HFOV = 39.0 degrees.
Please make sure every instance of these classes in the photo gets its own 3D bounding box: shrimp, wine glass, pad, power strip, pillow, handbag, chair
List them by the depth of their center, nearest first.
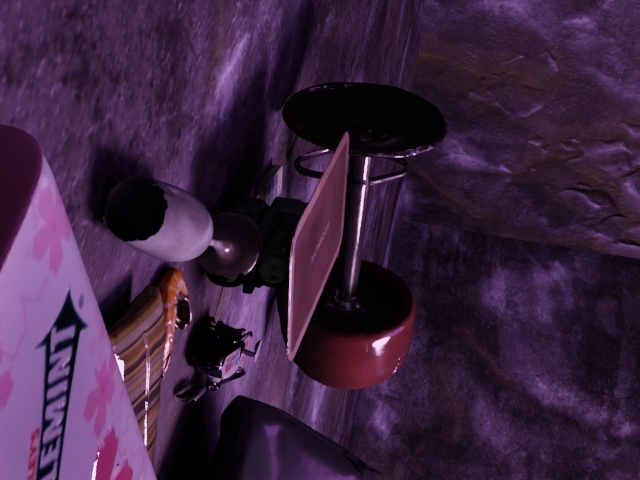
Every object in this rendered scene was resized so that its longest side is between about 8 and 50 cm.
[{"bbox_3d":[-0.161,0.150,0.756,0.113,0.038,0.203,-60,158,-66],"label":"pillow"},{"bbox_3d":[-0.116,-0.010,0.785,0.262,0.074,0.074,33,67,-78],"label":"wine glass"},{"bbox_3d":[-0.143,0.090,0.849,0.091,0.025,0.127,75,23,-72],"label":"shrimp"},{"bbox_3d":[0.000,0.000,1.029,0.266,0.002,0.176,-65,162,-55],"label":"pad"},{"bbox_3d":[-0.078,0.360,1.029,0.178,0.275,0.302,-31,-147,41],"label":"handbag"},{"bbox_3d":[-0.067,-0.068,1.181,0.090,0.016,0.040,-61,158,-63],"label":"power strip"},{"bbox_3d":[0.045,-0.002,1.311,0.226,0.226,0.401,-66,164,-57],"label":"chair"}]

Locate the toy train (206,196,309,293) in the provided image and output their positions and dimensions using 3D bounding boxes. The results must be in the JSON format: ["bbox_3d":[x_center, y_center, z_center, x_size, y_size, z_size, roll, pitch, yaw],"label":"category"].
[{"bbox_3d":[-0.060,0.002,1.005,0.170,0.111,0.071,-67,163,-64],"label":"toy train"}]

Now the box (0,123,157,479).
[{"bbox_3d":[-0.170,0.132,0.466,0.370,0.112,0.190,87,16,-51],"label":"box"}]

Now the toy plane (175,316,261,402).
[{"bbox_3d":[-0.110,0.130,1.034,0.197,0.053,0.078,-10,118,-79],"label":"toy plane"}]
